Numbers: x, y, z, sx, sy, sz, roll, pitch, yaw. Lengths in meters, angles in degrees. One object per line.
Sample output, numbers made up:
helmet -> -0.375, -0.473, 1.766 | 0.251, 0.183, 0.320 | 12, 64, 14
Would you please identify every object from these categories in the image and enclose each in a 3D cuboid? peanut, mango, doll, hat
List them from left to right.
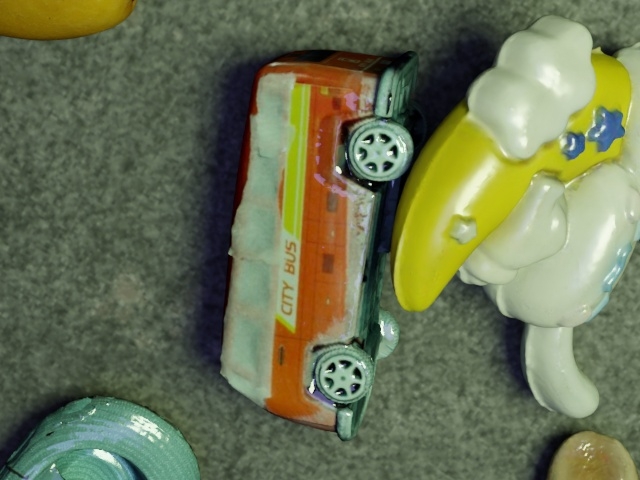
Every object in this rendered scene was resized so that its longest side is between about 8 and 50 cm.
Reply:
mango -> -0.207, -0.186, 0.900 | 0.184, 0.085, 0.102 | 9, 105, 6
hat -> -0.181, 0.199, 1.011 | 0.191, 0.078, 0.138 | -46, 108, -6
doll -> 0.157, -0.016, 0.889 | 0.237, 0.111, 0.252 | 22, 95, -44
peanut -> 0.202, 0.210, 0.994 | 0.076, 0.076, 0.152 | -6, 107, 5

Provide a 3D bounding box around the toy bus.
toy bus -> 0.000, 0.000, 0.927 | 0.119, 0.121, 0.265 | 10, 107, 9
